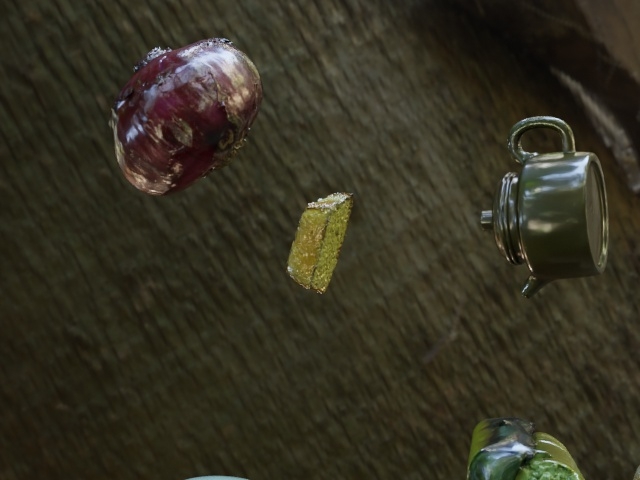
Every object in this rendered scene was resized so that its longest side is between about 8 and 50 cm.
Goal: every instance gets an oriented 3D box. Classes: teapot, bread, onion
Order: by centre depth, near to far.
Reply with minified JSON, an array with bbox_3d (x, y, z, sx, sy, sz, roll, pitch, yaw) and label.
[{"bbox_3d":[-0.190,-0.181,1.479,0.246,0.190,0.246,-40,9,8],"label":"onion"},{"bbox_3d":[0.321,-0.047,1.547,0.175,0.267,0.185,-4,6,23],"label":"teapot"},{"bbox_3d":[0.316,0.424,1.690,0.208,0.251,0.376,16,0,5],"label":"bread"},{"bbox_3d":[0.000,0.000,1.861,0.065,0.187,0.103,22,12,26],"label":"bread"}]

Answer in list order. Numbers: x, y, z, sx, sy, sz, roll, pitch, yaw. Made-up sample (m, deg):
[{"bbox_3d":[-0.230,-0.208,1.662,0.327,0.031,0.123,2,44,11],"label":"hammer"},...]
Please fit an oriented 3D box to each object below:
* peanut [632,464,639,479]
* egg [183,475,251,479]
[{"bbox_3d":[0.305,0.190,0.842,0.082,0.082,0.187,-28,-15,-32],"label":"peanut"},{"bbox_3d":[-0.069,0.436,1.183,0.276,0.389,0.276,-47,-13,-15],"label":"egg"}]
